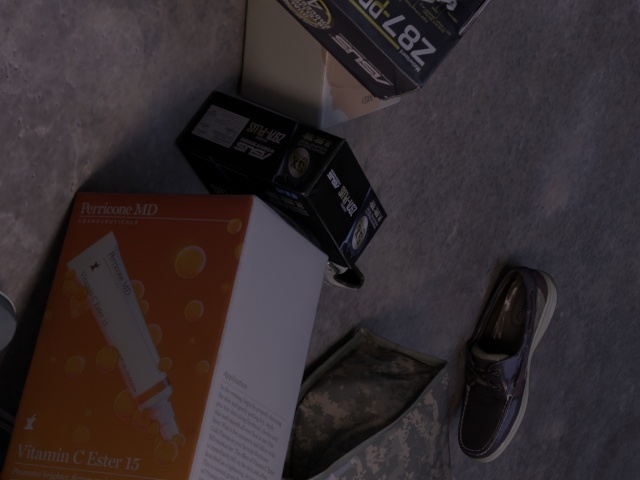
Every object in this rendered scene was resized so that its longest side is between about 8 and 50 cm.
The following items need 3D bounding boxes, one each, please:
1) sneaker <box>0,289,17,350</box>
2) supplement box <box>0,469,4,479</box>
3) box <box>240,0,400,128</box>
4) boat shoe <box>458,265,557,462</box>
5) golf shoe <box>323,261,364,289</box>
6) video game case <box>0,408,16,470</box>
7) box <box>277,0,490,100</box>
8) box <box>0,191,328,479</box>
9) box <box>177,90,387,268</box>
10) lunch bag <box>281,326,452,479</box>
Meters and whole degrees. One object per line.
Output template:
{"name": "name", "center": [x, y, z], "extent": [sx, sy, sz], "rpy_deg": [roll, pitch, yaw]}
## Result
{"name": "sneaker", "center": [-0.340, 0.097, 1.606], "extent": [0.295, 0.178, 0.123], "rpy_deg": [-2, 111, -54]}
{"name": "supplement box", "center": [-0.313, 0.277, 1.808], "extent": [0.078, 0.080, 0.233], "rpy_deg": [-58, 147, -11]}
{"name": "box", "center": [0.013, -0.290, 1.904], "extent": [0.148, 0.121, 0.311], "rpy_deg": [-24, 128, -44]}
{"name": "boat shoe", "center": [0.247, 0.169, 2.544], "extent": [0.092, 0.103, 0.285], "rpy_deg": [23, 87, -52]}
{"name": "golf shoe", "center": [0.000, 0.000, 2.103], "extent": [0.069, 0.086, 0.176], "rpy_deg": [-56, 144, -11]}
{"name": "video game case", "center": [-0.362, 0.243, 1.809], "extent": [0.173, 0.022, 0.190], "rpy_deg": [-59, 146, -10]}
{"name": "box", "center": [0.032, -0.379, 1.708], "extent": [0.395, 0.097, 0.318], "rpy_deg": [43, 69, -16]}
{"name": "box", "center": [-0.152, 0.141, 1.774], "extent": [0.168, 0.215, 0.345], "rpy_deg": [41, 56, -55]}
{"name": "box", "center": [-0.040, -0.064, 1.919], "extent": [0.077, 0.180, 0.147], "rpy_deg": [-56, 146, -18]}
{"name": "lunch bag", "center": [0.028, 0.292, 2.251], "extent": [0.287, 0.169, 0.235], "rpy_deg": [-42, 140, -38]}
